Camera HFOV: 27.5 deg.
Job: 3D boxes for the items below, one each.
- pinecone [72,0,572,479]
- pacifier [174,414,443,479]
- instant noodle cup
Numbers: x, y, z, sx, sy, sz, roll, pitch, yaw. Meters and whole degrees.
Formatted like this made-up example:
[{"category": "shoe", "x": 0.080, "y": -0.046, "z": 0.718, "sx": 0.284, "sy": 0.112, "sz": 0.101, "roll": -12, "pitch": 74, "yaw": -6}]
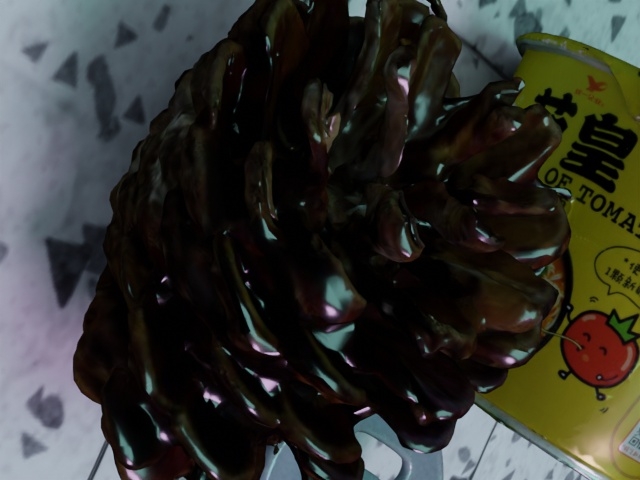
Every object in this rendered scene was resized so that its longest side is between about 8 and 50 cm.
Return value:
[{"category": "pinecone", "x": 0.007, "y": 0.002, "z": 0.729, "sx": 0.242, "sy": 0.296, "sz": 0.298, "roll": 31, "pitch": 49, "yaw": -14}, {"category": "pacifier", "x": 0.016, "y": 0.246, "z": 0.896, "sx": 0.244, "sy": 0.233, "sz": 0.299, "roll": 40, "pitch": 75, "yaw": -50}, {"category": "instant noodle cup", "x": 0.220, "y": 0.031, "z": 0.993, "sx": 0.254, "sy": 0.326, "sz": 0.326, "roll": -57, "pitch": 144, "yaw": 3}]
